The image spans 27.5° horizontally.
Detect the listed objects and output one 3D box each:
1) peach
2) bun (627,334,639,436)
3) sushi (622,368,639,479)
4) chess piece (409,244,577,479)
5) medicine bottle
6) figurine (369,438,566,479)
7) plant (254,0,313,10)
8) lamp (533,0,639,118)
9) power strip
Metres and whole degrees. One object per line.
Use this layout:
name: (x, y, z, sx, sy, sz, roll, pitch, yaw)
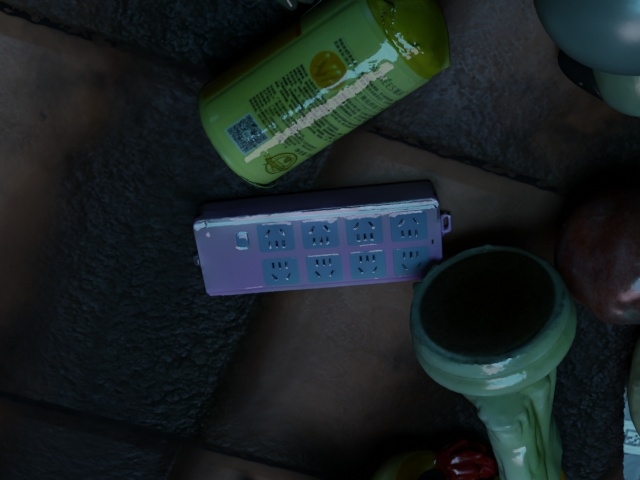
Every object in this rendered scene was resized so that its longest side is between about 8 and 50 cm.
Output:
peach: (0.321, 0.007, 1.338, 0.152, 0.152, 0.152, -1, 128, -1)
bun: (0.482, 0.171, 1.432, 0.287, 0.146, 0.287, 1, 110, 4)
sushi: (0.494, 0.217, 1.550, 0.280, 0.043, 0.192, -5, 111, 3)
chess piece: (0.208, 0.159, 1.411, 0.176, 0.175, 0.298, -14, 132, 9)
medicine bottle: (0.007, -0.156, 1.211, 0.239, 0.124, 0.124, -33, 122, 21)
figurine: (0.127, 0.437, 1.590, 0.401, 0.268, 0.387, -15, 125, 4)
plant: (-0.065, -0.282, 1.103, 0.132, 0.129, 0.194, -36, 117, 27)
lamp: (0.286, -0.213, 1.144, 0.198, 0.197, 0.244, -11, 151, 7)
power strip: (0.000, 0.000, 1.381, 0.279, 0.037, 0.109, -5, 129, 2)
